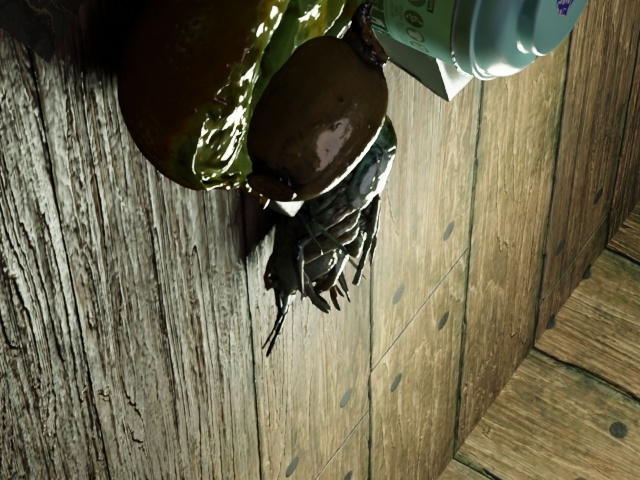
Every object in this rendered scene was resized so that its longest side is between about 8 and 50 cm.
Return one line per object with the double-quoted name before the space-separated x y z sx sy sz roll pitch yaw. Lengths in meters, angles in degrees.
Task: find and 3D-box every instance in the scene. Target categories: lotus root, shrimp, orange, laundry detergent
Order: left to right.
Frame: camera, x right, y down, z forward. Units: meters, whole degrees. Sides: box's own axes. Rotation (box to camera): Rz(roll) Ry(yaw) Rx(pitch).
"orange" -0.085 -0.189 2.019 0.262 0.196 0.334 -55 159 22
"shrimp" 0.000 -0.002 2.513 0.172 0.137 0.372 -31 135 -70
"lotus root" 0.006 -0.133 1.929 0.221 0.118 0.125 -55 178 -15
"laundry detergent" 0.153 -0.349 2.226 0.287 0.305 0.287 -50 156 -32

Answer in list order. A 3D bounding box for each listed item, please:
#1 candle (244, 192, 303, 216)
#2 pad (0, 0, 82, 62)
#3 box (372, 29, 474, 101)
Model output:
"candle" -0.042 -0.110 2.391 0.192 0.068 0.168 -32 140 -51
"pad" -0.209 -0.357 1.785 0.367 0.007 0.247 -62 160 -4
"box" 0.150 -0.293 2.515 0.135 0.163 0.243 -50 158 -8
